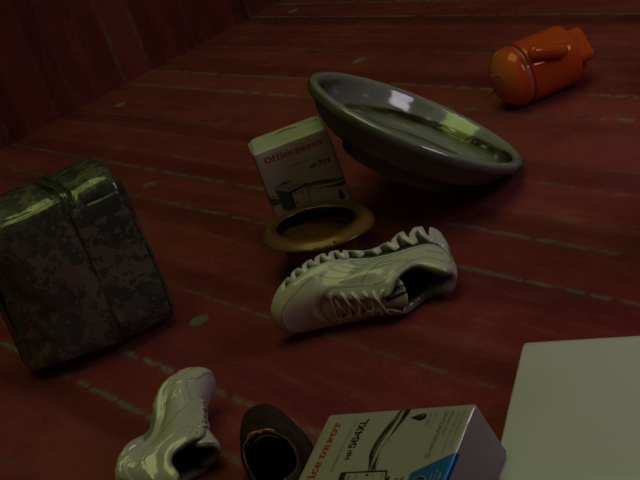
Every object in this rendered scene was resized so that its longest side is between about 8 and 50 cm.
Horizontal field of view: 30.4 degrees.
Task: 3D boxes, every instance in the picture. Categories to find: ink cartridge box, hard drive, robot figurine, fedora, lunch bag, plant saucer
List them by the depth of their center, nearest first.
[{"bbox_3d":[0.378,0.193,1.280,0.353,0.047,0.233,-6,37,26],"label":"hard drive"},{"bbox_3d":[0.080,0.265,1.286,0.203,0.086,0.148,-11,35,37],"label":"ink cartridge box"},{"bbox_3d":[-0.424,0.039,1.932,0.256,0.305,0.212,-29,25,-22],"label":"lunch bag"},{"bbox_3d":[0.000,0.000,1.970,0.194,0.079,0.194,-10,25,5],"label":"fedora"},{"bbox_3d":[0.152,-0.174,2.057,0.400,0.101,0.400,19,18,-7],"label":"plant saucer"},{"bbox_3d":[-0.029,-0.102,2.069,0.139,0.191,0.082,-21,25,0],"label":"ink cartridge box"},{"bbox_3d":[0.426,-0.344,2.315,0.219,0.128,0.158,-24,25,-9],"label":"robot figurine"}]

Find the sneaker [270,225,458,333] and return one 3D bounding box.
[{"bbox_3d":[0.066,0.072,1.750,0.292,0.110,0.118,-21,33,-2],"label":"sneaker"}]

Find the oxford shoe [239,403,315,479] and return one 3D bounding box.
[{"bbox_3d":[-0.054,0.258,1.440,0.096,0.098,0.271,-23,24,-7],"label":"oxford shoe"}]

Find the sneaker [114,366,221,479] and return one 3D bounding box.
[{"bbox_3d":[-0.174,0.260,1.565,0.115,0.090,0.232,0,39,23],"label":"sneaker"}]
